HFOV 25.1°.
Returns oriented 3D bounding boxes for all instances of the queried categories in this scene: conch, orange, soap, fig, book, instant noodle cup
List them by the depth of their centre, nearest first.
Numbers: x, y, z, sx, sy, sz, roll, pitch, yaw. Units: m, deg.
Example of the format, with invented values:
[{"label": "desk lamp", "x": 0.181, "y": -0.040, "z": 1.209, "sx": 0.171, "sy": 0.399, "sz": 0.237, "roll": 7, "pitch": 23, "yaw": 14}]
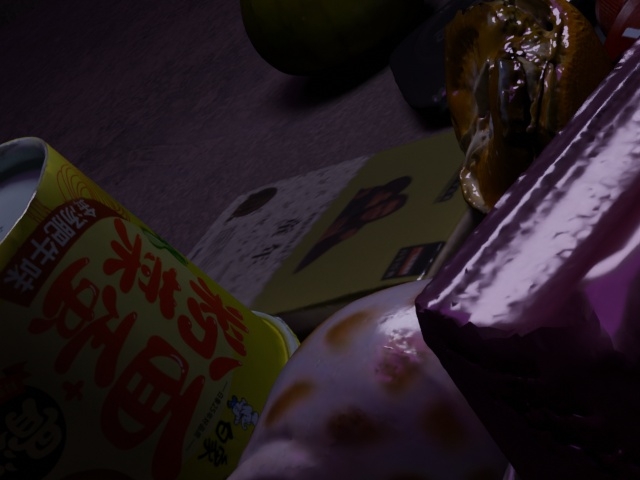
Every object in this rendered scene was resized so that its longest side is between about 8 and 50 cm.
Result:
[{"label": "soap", "x": 0.206, "y": -0.003, "z": 0.589, "sx": 0.325, "sy": 0.220, "sz": 0.127, "roll": -46, "pitch": 28, "yaw": -23}, {"label": "conch", "x": 0.055, "y": 0.110, "z": 0.666, "sx": 0.275, "sy": 0.149, "sz": 0.183, "roll": -46, "pitch": 51, "yaw": 1}, {"label": "instant noodle cup", "x": -0.196, "y": 0.092, "z": 0.947, "sx": 0.311, "sy": 0.221, "sz": 0.311, "roll": -33, "pitch": 26, "yaw": 18}, {"label": "orange", "x": 0.149, "y": -0.097, "z": 0.994, "sx": 0.160, "sy": 0.112, "sz": 0.170, "roll": -149, "pitch": 70, "yaw": -72}, {"label": "book", "x": 0.000, "y": 0.000, "z": 1.149, "sx": 0.352, "sy": 0.035, "sz": 0.239, "roll": -16, "pitch": 27, "yaw": 42}, {"label": "fig", "x": -0.001, "y": -0.290, "z": 1.516, "sx": 0.203, "sy": 0.225, "sz": 0.203, "roll": -18, "pitch": 3, "yaw": 1}]

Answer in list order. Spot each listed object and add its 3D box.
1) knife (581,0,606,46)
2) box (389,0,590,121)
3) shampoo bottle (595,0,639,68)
[{"label": "knife", "x": 0.213, "y": -0.182, "z": 1.237, "sx": 0.072, "sy": 0.019, "sz": 0.245, "roll": -38, "pitch": 22, "yaw": 6}, {"label": "box", "x": 0.150, "y": -0.197, "z": 1.300, "sx": 0.201, "sy": 0.042, "sz": 0.212, "roll": -39, "pitch": 22, "yaw": 13}, {"label": "shampoo bottle", "x": 0.257, "y": -0.123, "z": 0.956, "sx": 0.118, "sy": 0.076, "sz": 0.314, "roll": -51, "pitch": 17, "yaw": 15}]
